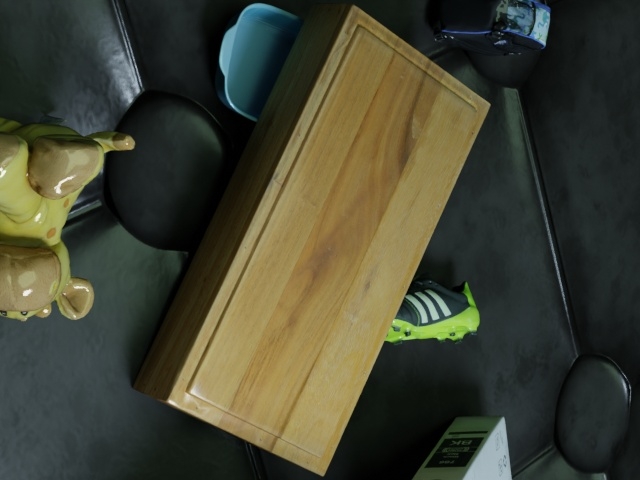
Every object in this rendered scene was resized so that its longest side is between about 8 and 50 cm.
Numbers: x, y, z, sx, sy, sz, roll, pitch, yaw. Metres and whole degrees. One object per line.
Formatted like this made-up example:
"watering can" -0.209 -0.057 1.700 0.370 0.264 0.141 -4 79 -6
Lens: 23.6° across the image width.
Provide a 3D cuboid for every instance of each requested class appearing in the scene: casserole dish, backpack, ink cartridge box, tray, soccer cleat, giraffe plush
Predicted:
"casserole dish" -0.036 -0.162 1.508 0.188 0.037 0.114 17 81 -42
"backpack" 0.193 -0.247 1.663 0.114 0.105 0.084 11 86 -47
"ink cartridge box" 0.138 0.307 1.570 0.333 0.065 0.165 -33 118 -70
"tray" 0.000 0.000 1.481 0.203 0.076 0.410 31 78 -35
"soccer cleat" 0.094 0.071 1.629 0.179 0.060 0.072 4 65 -38
"giraffe plush" -0.255 -0.012 1.260 0.210 0.181 0.170 -26 125 -74
